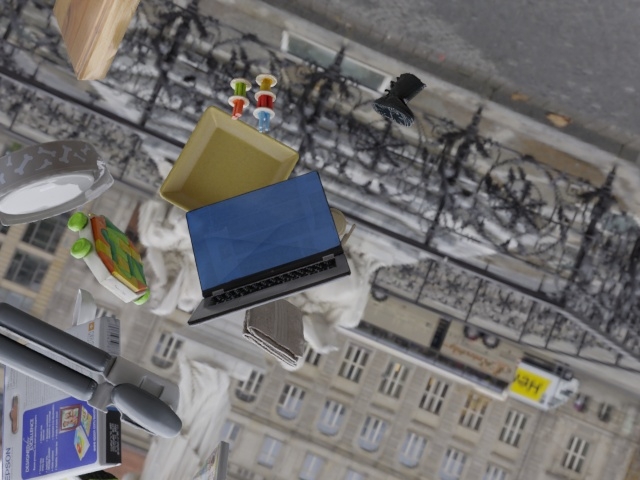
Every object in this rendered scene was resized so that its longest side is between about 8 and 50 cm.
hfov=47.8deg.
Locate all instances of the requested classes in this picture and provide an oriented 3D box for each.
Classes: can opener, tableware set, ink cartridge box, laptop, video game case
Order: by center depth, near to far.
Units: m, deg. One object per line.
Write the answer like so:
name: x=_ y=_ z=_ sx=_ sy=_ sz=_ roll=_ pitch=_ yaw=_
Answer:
can opener: x=-0.299 y=0.166 z=0.929 sx=0.280 sy=0.074 sz=0.093 roll=31 pitch=153 yaw=-17
ink cartridge box: x=-0.546 y=0.344 z=1.522 sx=0.307 sy=0.304 sz=0.072 roll=-20 pitch=155 yaw=29
video game case: x=-0.256 y=0.574 z=1.529 sx=0.026 sy=0.206 sz=0.227 roll=25 pitch=-150 yaw=-17
laptop: x=-0.149 y=0.003 z=1.774 sx=0.382 sy=0.236 sz=0.408 roll=-18 pitch=-172 yaw=1
tableware set: x=0.000 y=0.000 z=1.993 sx=0.128 sy=0.194 sz=0.039 roll=35 pitch=169 yaw=-12

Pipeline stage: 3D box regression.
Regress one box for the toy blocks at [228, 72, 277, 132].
toy blocks: x=-0.169 y=-0.328 z=1.765 sx=0.123 sy=0.148 sz=0.054 roll=-6 pitch=154 yaw=17

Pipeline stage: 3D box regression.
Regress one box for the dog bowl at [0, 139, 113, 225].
dog bowl: x=-0.725 y=-0.153 z=1.890 sx=0.349 sy=0.348 sz=0.102 roll=68 pitch=178 yaw=-84

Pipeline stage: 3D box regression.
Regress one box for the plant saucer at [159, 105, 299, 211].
plant saucer: x=-0.284 y=-0.204 z=2.282 sx=0.332 sy=0.333 sz=0.081 roll=29 pitch=176 yaw=2

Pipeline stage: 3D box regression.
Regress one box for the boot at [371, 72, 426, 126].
boot: x=0.170 y=-0.282 z=1.434 sx=0.121 sy=0.099 sz=0.045 roll=35 pitch=162 yaw=46

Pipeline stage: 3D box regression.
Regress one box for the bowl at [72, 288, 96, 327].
bowl: x=-0.730 y=0.231 z=2.234 sx=0.053 sy=0.142 sz=0.142 roll=11 pitch=-172 yaw=-23

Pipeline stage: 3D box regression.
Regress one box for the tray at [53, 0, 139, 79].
tray: x=-0.492 y=-0.558 z=1.605 sx=0.076 sy=0.203 sz=0.411 roll=-13 pitch=165 yaw=-36

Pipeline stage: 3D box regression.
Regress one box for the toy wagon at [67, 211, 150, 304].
toy wagon: x=-0.597 y=0.023 z=2.046 sx=0.267 sy=0.068 sz=0.344 roll=50 pitch=-171 yaw=-44

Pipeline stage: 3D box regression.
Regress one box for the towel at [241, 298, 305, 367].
towel: x=-0.128 y=0.220 z=1.986 sx=0.187 sy=0.049 sz=0.282 roll=36 pitch=-161 yaw=-20

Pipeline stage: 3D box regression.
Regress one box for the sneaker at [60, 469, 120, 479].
sneaker: x=-0.665 y=0.631 z=1.925 sx=0.385 sy=0.147 sz=0.145 roll=52 pitch=-161 yaw=6
